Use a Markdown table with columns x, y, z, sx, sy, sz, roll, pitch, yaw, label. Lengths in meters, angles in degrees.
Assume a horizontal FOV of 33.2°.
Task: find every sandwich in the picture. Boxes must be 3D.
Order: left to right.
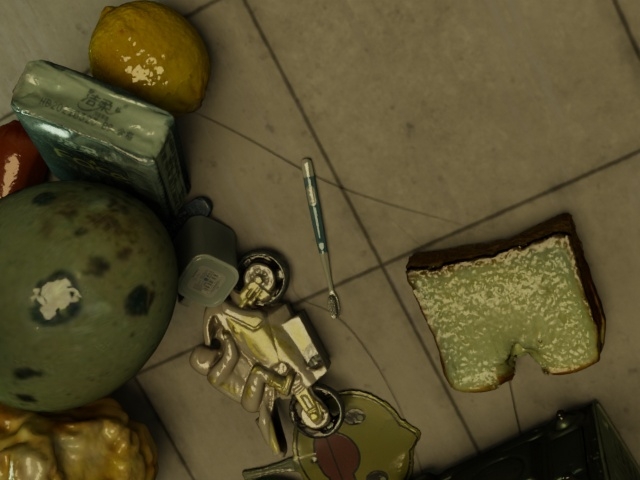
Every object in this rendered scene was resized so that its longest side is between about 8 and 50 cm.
| x | y | z | sx | sy | sz | roll | pitch | yaw | label |
| --- | --- | --- | --- | --- | --- | --- | --- | --- | --- |
| 0.301 | 0.109 | 1.696 | 0.273 | 0.095 | 0.249 | -16 | 103 | 16 | sandwich |

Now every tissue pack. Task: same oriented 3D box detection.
| x | y | z | sx | sy | sz | roll | pitch | yaw | label |
| --- | --- | --- | --- | --- | --- | --- | --- | --- | --- |
| -0.323 | -0.143 | 1.637 | 0.228 | 0.315 | 0.103 | 21 | 75 | 3 | tissue pack |

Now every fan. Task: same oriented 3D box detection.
| x | y | z | sx | sy | sz | roll | pitch | yaw | label |
| --- | --- | --- | --- | --- | --- | --- | --- | --- | --- |
| 0.017 | 0.379 | 1.878 | 0.335 | 0.011 | 0.229 | -17 | 103 | 15 | fan |

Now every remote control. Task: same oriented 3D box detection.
| x | y | z | sx | sy | sz | roll | pitch | yaw | label |
| --- | --- | --- | --- | --- | --- | --- | --- | --- | --- |
| -0.243 | -0.025 | 1.798 | 0.152 | 0.027 | 0.043 | -32 | 104 | 20 | remote control |

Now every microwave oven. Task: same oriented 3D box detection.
| x | y | z | sx | sy | sz | roll | pitch | yaw | label |
| --- | --- | --- | --- | --- | --- | --- | --- | --- | --- |
| 0.313 | 0.471 | 1.678 | 0.394 | 0.333 | 0.247 | -30 | 103 | 17 | microwave oven |

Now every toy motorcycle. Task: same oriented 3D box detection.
| x | y | z | sx | sy | sz | roll | pitch | yaw | label |
| --- | --- | --- | --- | --- | --- | --- | --- | --- | --- |
| -0.103 | 0.198 | 1.794 | 0.223 | 0.108 | 0.340 | -25 | 94 | 8 | toy motorcycle |

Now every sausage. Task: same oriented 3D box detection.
| x | y | z | sx | sy | sz | roll | pitch | yaw | label |
| --- | --- | --- | --- | --- | --- | --- | --- | --- | --- |
| -0.538 | -0.034 | 1.816 | 0.097 | 0.094 | 0.348 | 20 | 109 | 6 | sausage |

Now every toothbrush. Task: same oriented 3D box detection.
| x | y | z | sx | sy | sz | roll | pitch | yaw | label |
| --- | --- | --- | --- | --- | --- | --- | --- | --- | --- |
| 0.000 | 0.000 | 1.758 | 0.019 | 0.025 | 0.275 | -7 | 105 | 14 | toothbrush |

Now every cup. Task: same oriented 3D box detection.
| x | y | z | sx | sy | sz | roll | pitch | yaw | label |
| --- | --- | --- | --- | --- | --- | --- | --- | --- | --- |
| -0.197 | 0.045 | 1.749 | 0.095 | 0.129 | 0.128 | 29 | 111 | -22 | cup |

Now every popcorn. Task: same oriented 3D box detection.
| x | y | z | sx | sy | sz | roll | pitch | yaw | label |
| --- | --- | --- | --- | --- | --- | --- | --- | --- | --- |
| -0.472 | 0.408 | 1.806 | 0.354 | 0.344 | 0.390 | 43 | 105 | 1 | popcorn |

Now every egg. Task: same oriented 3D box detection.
| x | y | z | sx | sy | sz | roll | pitch | yaw | label |
| --- | --- | --- | --- | --- | --- | --- | --- | --- | --- |
| -0.399 | 0.081 | 1.644 | 0.428 | 0.345 | 0.345 | -29 | 101 | 45 | egg |

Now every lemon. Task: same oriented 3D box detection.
| x | y | z | sx | sy | sz | roll | pitch | yaw | label |
| --- | --- | --- | --- | --- | --- | --- | --- | --- | --- |
| -0.264 | -0.273 | 1.647 | 0.193 | 0.180 | 0.180 | 28 | 111 | -19 | lemon |

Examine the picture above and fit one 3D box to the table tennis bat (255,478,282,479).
| x | y | z | sx | sy | sz | roll | pitch | yaw | label |
| --- | --- | --- | --- | --- | --- | --- | --- | --- | --- |
| -0.035 | 0.492 | 1.898 | 0.257 | 0.039 | 0.160 | -5 | 111 | 21 | table tennis bat |
